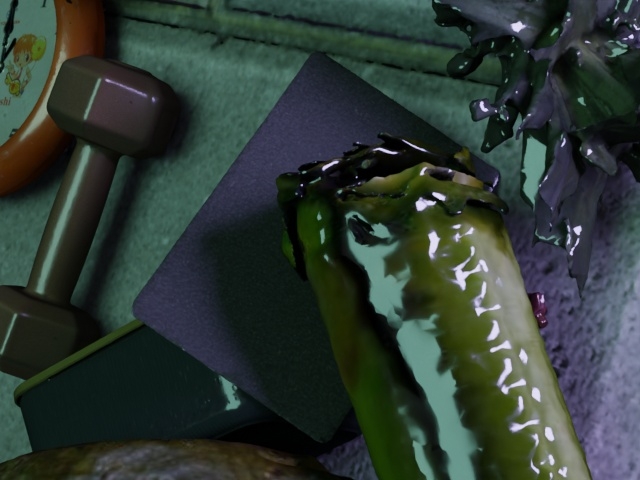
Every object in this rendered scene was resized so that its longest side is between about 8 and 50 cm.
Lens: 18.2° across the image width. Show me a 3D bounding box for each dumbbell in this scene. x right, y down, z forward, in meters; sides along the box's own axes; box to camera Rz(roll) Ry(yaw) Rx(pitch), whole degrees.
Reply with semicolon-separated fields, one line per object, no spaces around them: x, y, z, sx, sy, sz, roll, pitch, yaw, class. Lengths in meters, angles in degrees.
-0.173;-0.015;1.402;0.082;0.092;0.231;21;93;12;dumbbell

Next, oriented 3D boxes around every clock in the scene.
-0.239;-0.129;1.507;0.205;0.051;0.205;-13;68;35;clock

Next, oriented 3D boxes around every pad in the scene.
0.000;0.000;1.191;0.143;0.003;0.211;34;66;3;pad

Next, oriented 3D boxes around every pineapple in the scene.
0.121;-0.156;1.172;0.165;0.165;0.364;-40;65;25;pineapple

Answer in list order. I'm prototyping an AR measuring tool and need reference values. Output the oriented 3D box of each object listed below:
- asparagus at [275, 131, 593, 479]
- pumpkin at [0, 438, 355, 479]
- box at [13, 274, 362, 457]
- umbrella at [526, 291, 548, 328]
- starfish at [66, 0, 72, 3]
0.087;0.120;1.106;0.128;0.108;0.382;-20;77;0;asparagus
-0.097;0.251;1.153;0.256;0.303;0.225;133;139;-54;pumpkin
-0.078;0.106;1.253;0.201;0.144;0.090;-28;65;29;box
0.084;0.002;1.226;0.027;0.025;0.165;-38;53;-9;umbrella
-0.136;-0.283;1.455;0.227;0.043;0.240;-46;45;0;starfish
